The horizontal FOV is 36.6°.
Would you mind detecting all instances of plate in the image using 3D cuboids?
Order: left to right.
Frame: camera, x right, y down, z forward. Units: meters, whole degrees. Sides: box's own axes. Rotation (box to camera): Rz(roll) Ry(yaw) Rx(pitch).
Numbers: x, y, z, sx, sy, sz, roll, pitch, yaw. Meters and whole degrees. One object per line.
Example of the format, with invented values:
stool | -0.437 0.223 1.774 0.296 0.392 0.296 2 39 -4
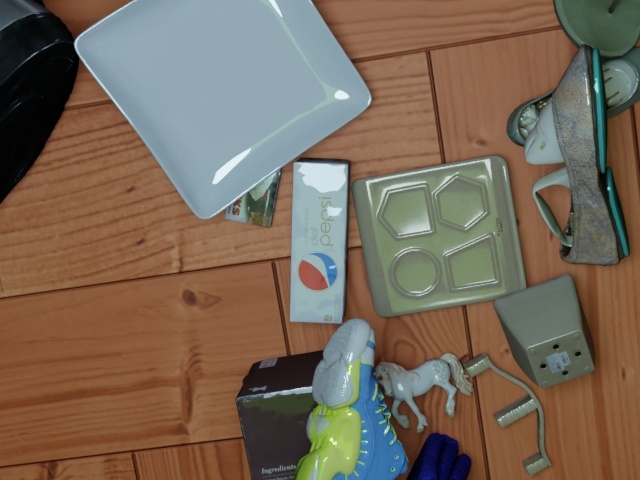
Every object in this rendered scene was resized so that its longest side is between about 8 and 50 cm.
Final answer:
plate | -0.117 -0.211 1.218 0.277 0.045 0.278 -36 108 -4

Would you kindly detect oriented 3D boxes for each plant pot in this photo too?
plant pot | 0.300 0.127 1.255 0.109 0.096 0.109 -21 120 8

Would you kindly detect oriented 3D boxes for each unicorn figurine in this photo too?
unicorn figurine | 0.128 0.199 1.304 0.162 0.060 0.111 -25 103 -36

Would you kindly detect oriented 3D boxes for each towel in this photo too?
towel | 0.110 0.421 1.273 0.076 0.227 0.308 25 100 6

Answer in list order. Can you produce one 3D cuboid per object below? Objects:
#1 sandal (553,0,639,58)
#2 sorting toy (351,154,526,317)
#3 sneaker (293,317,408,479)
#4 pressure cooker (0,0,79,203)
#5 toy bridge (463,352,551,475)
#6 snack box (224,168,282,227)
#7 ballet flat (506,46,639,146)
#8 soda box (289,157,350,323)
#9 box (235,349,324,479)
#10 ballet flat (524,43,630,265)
sandal | 0.360 -0.376 1.185 0.120 0.086 0.302 7 100 4
sorting toy | 0.158 -0.005 1.296 0.208 0.038 0.192 -9 99 11
sneaker | 0.051 0.214 1.158 0.126 0.091 0.240 13 99 -19
pressure cooker | -0.552 -0.219 1.149 0.420 0.375 0.369 34 104 -2
toy bridge | 0.269 0.233 1.327 0.063 0.026 0.188 -32 99 3
snack box | -0.082 -0.110 1.303 0.064 0.022 0.178 12 101 4
ballet flat | 0.339 -0.178 1.231 0.213 0.068 0.072 -27 95 9
soda box | 0.000 0.000 1.291 0.074 0.069 0.216 2 101 5
box | -0.003 0.266 1.286 0.167 0.168 0.203 -10 99 6
ballet flat | 0.309 -0.089 1.190 0.106 0.107 0.315 -6 124 20
